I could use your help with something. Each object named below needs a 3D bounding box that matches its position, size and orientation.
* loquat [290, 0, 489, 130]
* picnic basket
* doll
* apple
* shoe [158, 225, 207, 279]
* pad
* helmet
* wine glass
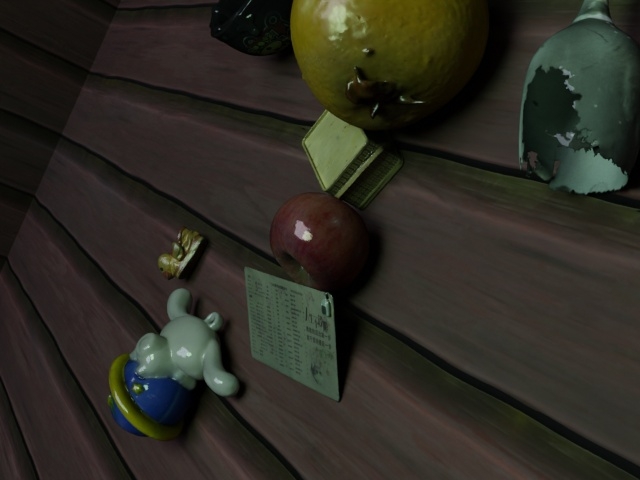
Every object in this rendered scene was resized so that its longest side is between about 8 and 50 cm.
[{"bbox_3d":[0.087,-0.282,1.059,0.275,0.275,0.275,-32,47,41],"label":"loquat"},{"bbox_3d":[0.048,-0.139,1.196,0.115,0.079,0.164,-48,38,24],"label":"picnic basket"},{"bbox_3d":[-0.286,0.209,1.380,0.242,0.160,0.311,-52,33,23],"label":"doll"},{"bbox_3d":[0.000,0.000,1.121,0.120,0.153,0.153,-44,27,-22],"label":"apple"},{"bbox_3d":[-0.281,0.026,1.568,0.069,0.072,0.109,38,111,16],"label":"shoe"},{"bbox_3d":[-0.052,0.135,1.165,0.265,0.009,0.159,12,110,57],"label":"pad"},{"bbox_3d":[-0.097,-0.474,1.532,0.230,0.160,0.279,-37,29,36],"label":"helmet"},{"bbox_3d":[0.299,-0.213,0.844,0.143,0.143,0.321,-10,64,52],"label":"wine glass"}]
